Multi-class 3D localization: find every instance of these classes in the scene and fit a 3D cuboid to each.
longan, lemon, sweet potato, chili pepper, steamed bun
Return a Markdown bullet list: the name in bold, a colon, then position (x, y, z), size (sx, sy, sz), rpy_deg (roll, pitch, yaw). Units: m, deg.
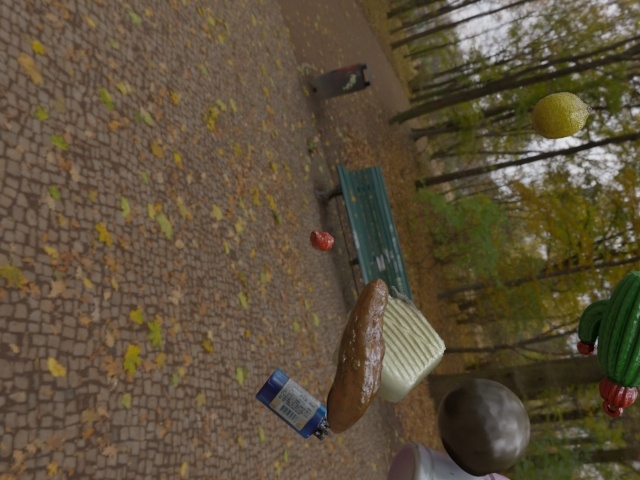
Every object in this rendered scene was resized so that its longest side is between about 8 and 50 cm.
- **longan**: position (0.442, 0.508, 1.327), size (0.258, 0.258, 0.257), rpy_deg (-14, 90, -73)
- **lemon**: position (0.564, -0.294, 1.145), size (0.109, 0.133, 0.109), rpy_deg (20, 64, -50)
- **sweet potato**: position (0.078, 0.251, 0.971), size (0.106, 0.095, 0.354), rpy_deg (-119, -138, -78)
- **chili pepper**: position (0.000, 0.000, 1.670), size (0.272, 0.064, 0.071), rpy_deg (20, 82, -75)
- **steamed bun**: position (0.189, 0.331, 1.446), size (0.273, 0.290, 0.272), rpy_deg (-44, 157, -22)

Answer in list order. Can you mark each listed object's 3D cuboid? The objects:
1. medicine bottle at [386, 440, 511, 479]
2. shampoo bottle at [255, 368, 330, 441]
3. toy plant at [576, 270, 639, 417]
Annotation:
- **medicine bottle**: position (0.374, 0.734, 1.397), size (0.212, 0.326, 0.212), rpy_deg (-157, -90, -82)
- **shampoo bottle**: position (-0.051, 0.373, 1.082), size (0.183, 0.087, 0.050), rpy_deg (38, 9, 6)
- **toy plant**: position (0.498, 0.162, 0.796), size (0.154, 0.088, 0.240), rpy_deg (60, -38, 41)
